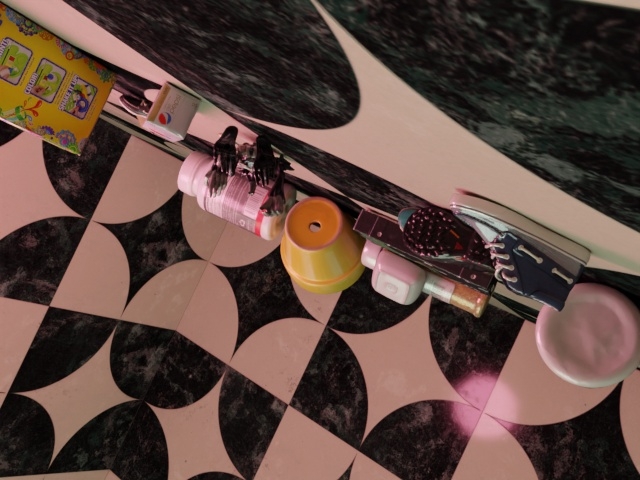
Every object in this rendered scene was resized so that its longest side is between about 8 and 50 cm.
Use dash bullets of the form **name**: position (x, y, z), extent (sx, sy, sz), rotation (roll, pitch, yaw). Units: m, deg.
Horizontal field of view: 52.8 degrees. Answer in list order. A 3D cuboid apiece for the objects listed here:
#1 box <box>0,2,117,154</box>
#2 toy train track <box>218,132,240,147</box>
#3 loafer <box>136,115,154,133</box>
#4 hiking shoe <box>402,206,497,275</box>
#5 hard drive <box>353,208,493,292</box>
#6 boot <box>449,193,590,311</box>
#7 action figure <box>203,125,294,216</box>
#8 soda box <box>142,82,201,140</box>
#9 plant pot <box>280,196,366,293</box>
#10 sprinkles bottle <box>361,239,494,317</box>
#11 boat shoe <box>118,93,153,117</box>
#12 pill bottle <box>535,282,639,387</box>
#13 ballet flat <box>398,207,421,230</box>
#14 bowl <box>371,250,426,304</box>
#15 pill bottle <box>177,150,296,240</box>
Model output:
- **box**: position (-0.597, -0.323, 1.205), extent (0.289, 0.177, 0.279), rotation (25, 179, 37)
- **toy train track**: position (-0.202, -0.219, 1.449), extent (0.048, 0.014, 0.083), rotation (25, 179, 32)
- **loafer**: position (-0.438, -0.307, 1.642), extent (0.056, 0.050, 0.148), rotation (25, 179, 14)
- **hiking shoe**: position (0.226, 0.014, 1.001), extent (0.114, 0.086, 0.226), rotation (31, 175, -40)
- **hard drive**: position (0.262, 0.031, 1.560), extent (0.338, 0.064, 0.237), rotation (24, 178, 20)
- **boot**: position (0.236, 0.015, 0.804), extent (0.189, 0.086, 0.069), rotation (25, 179, 1)
- **action figure**: position (-0.138, -0.127, 1.225), extent (0.163, 0.141, 0.276), rotation (14, 177, 0)
- **soda box**: position (-0.270, -0.225, 1.152), extent (0.069, 0.074, 0.216), rotation (26, 179, -19)
- **plant pot**: position (0.000, 0.000, 1.829), extent (0.253, 0.254, 0.239), rotation (25, 165, 18)
- **sprinkles bottle**: position (0.290, 0.081, 1.741), extent (0.355, 0.121, 0.121), rotation (25, 179, 19)
- **boat shoe**: position (-0.390, -0.296, 1.450), extent (0.125, 0.038, 0.046), rotation (32, -142, -25)
- **pill bottle**: position (0.457, 0.168, 1.091), extent (0.162, 0.162, 0.278), rotation (25, 179, 26)
- **ballet flat**: position (0.210, -0.010, 1.100), extent (0.168, 0.057, 0.052), rotation (25, -171, 30)
- **bowl**: position (0.199, 0.108, 1.701), extent (0.142, 0.053, 0.142), rotation (26, 143, 14)
- **pill bottle**: position (-0.244, -0.140, 1.861), extent (0.318, 0.176, 0.176), rotation (25, 179, 12)
